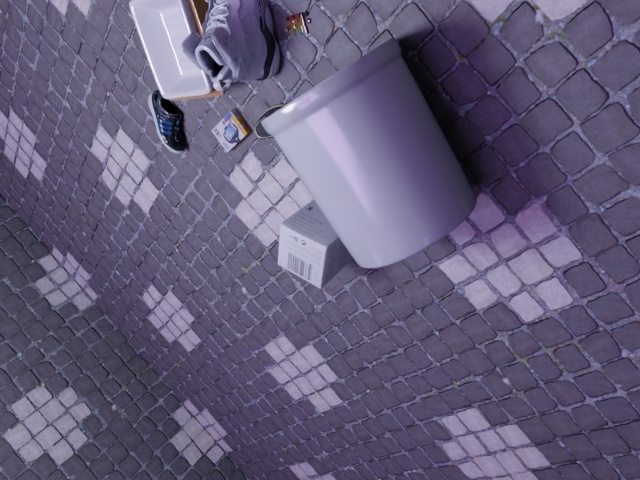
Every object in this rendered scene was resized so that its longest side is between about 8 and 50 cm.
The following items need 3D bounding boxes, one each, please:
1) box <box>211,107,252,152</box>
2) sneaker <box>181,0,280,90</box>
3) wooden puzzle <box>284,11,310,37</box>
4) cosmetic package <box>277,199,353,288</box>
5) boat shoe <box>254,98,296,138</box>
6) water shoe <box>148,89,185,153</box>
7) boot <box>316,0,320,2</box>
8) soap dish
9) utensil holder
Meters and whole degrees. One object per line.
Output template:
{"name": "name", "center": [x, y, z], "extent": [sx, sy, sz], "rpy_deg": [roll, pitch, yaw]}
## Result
{"name": "box", "center": [-0.263, -0.315, 1.654], "extent": [0.136, 0.028, 0.081], "rpy_deg": [-31, 98, 45]}
{"name": "sneaker", "center": [-0.227, -0.535, 1.330], "extent": [0.138, 0.210, 0.365], "rpy_deg": [5, 122, 37]}
{"name": "wooden puzzle", "center": [-0.056, -0.514, 1.356], "extent": [0.083, 0.006, 0.049], "rpy_deg": [3, 121, 38]}
{"name": "cosmetic package", "center": [0.000, 0.000, 1.547], "extent": [0.151, 0.184, 0.151], "rpy_deg": [27, 134, 22]}
{"name": "boat shoe", "center": [-0.107, -0.315, 1.491], "extent": [0.224, 0.073, 0.080], "rpy_deg": [-11, 112, 43]}
{"name": "water shoe", "center": [-0.463, -0.364, 1.751], "extent": [0.080, 0.073, 0.203], "rpy_deg": [-6, 116, 39]}
{"name": "boot", "center": [-0.006, -0.612, 1.190], "extent": [0.106, 0.082, 0.219], "rpy_deg": [-8, 116, 40]}
{"name": "soap dish", "center": [-0.365, -0.528, 1.519], "extent": [0.229, 0.118, 0.290], "rpy_deg": [5, 122, 37]}
{"name": "utensil holder", "center": [0.111, -0.179, 1.232], "extent": [0.328, 0.327, 0.385], "rpy_deg": [-18, 109, 45]}
